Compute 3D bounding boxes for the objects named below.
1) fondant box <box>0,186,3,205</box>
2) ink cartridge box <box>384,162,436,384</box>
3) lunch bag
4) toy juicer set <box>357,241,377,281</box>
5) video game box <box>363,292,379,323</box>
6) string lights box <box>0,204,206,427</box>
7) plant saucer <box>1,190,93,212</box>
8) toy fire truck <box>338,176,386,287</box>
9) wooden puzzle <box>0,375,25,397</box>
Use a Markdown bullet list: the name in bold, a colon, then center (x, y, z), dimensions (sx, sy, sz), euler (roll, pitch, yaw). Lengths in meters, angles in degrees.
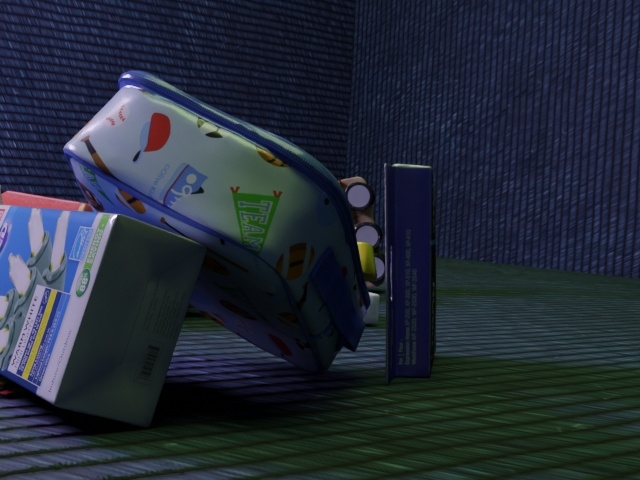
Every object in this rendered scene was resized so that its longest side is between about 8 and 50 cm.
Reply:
- **fondant box**: center (-0.565, 0.002, 1.142), dimensions (0.238, 0.096, 0.330), euler (-6, -1, -34)
- **ink cartridge box**: center (0.093, 0.028, 0.894), dimensions (0.045, 0.206, 0.208), euler (0, 2, 10)
- **lunch bag**: center (-0.070, 0.000, 0.768), dimensions (0.243, 0.115, 0.303), euler (26, -18, 20)
- **toy juicer set**: center (-0.078, 0.041, 1.583), dimensions (0.329, 0.089, 0.209), euler (-5, -19, 20)
- **video game box**: center (-0.040, 0.086, 1.276), dimensions (0.187, 0.048, 0.205), euler (5, 1, -20)
- **string lights box**: center (-0.201, 0.048, 0.693), dimensions (0.077, 0.133, 0.260), euler (23, -11, -36)
- **plant saucer**: center (-0.299, -0.022, 1.227), dimensions (0.259, 0.047, 0.259), euler (9, -1, 44)
- **toy fire truck**: center (0.000, 0.000, 1.769), dimensions (0.247, 0.216, 0.158), euler (-11, 1, 5)
- **wooden puzzle**: center (-0.269, 0.113, 0.697), dimensions (0.083, 0.006, 0.049), euler (3, 2, 8)
